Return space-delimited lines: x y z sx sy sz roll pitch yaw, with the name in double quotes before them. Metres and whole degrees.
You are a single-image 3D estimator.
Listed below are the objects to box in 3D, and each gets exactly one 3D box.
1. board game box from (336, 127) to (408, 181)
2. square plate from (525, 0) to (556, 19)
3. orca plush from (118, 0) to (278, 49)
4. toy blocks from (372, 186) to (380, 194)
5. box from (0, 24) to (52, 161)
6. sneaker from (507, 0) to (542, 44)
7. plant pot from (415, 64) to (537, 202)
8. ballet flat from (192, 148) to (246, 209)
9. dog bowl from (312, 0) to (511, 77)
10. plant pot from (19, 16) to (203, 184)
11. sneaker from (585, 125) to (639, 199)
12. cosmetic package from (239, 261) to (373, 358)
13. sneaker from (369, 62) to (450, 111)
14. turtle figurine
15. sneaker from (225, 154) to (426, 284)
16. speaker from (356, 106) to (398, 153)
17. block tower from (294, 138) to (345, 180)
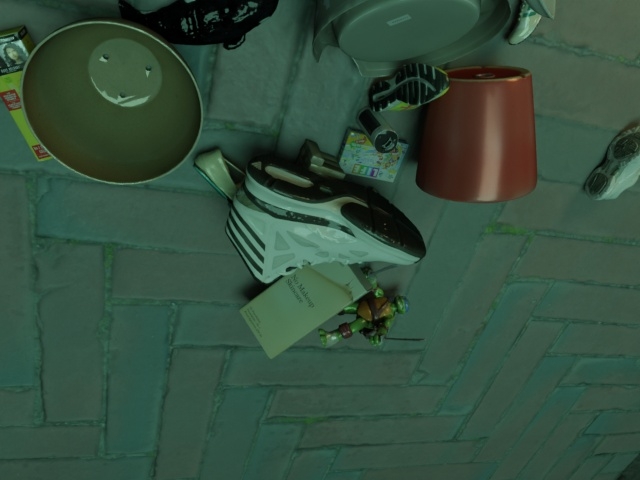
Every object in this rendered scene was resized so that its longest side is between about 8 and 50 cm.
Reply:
"board game box" 0.120 -0.201 1.214 0.154 0.026 0.104 7 123 -21
"square plate" 0.294 -0.584 0.838 0.347 0.344 0.049 34 148 -33
"orca plush" -0.211 -0.411 0.920 0.287 0.102 0.151 -2 125 -14
"toy blocks" 0.109 -0.050 1.303 0.148 0.054 0.123 -37 127 13
"box" -0.541 -0.269 0.958 0.087 0.058 0.232 -15 128 -6
"sneaker" 0.439 -0.497 1.080 0.075 0.057 0.161 31 114 -14
"plant pot" 0.344 -0.241 1.115 0.274 0.275 0.243 -8 117 -10
"ballet flat" -0.188 -0.107 1.168 0.086 0.086 0.248 -30 127 7
"dog bowl" 0.149 -0.404 0.906 0.348 0.349 0.102 -7 87 -10
"plant pot" -0.360 -0.270 0.923 0.283 0.191 0.284 -8 128 -10
"sneaker" 0.827 -0.206 1.382 0.115 0.090 0.232 5 133 -27
"cosmetic package" -0.037 0.151 1.327 0.309 0.113 0.160 -38 81 12
"sneaker" 0.197 -0.315 1.067 0.094 0.208 0.082 -6 98 -33
"turtle figurine" 0.114 0.184 1.390 0.266 0.275 0.198 -16 94 2
"sneaker" 0.000 -0.001 1.152 0.447 0.169 0.258 21 126 -19
"speaker" 0.123 -0.242 1.115 0.055 0.136 0.055 -7 127 -10
"block tower" -0.060 -0.065 1.222 0.097 0.091 0.336 15 120 -25
